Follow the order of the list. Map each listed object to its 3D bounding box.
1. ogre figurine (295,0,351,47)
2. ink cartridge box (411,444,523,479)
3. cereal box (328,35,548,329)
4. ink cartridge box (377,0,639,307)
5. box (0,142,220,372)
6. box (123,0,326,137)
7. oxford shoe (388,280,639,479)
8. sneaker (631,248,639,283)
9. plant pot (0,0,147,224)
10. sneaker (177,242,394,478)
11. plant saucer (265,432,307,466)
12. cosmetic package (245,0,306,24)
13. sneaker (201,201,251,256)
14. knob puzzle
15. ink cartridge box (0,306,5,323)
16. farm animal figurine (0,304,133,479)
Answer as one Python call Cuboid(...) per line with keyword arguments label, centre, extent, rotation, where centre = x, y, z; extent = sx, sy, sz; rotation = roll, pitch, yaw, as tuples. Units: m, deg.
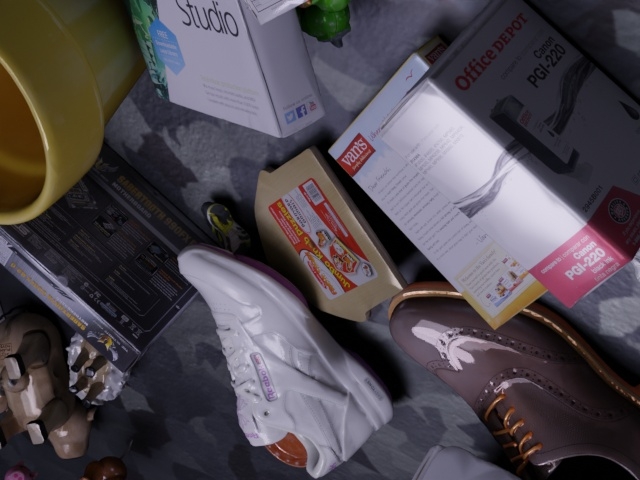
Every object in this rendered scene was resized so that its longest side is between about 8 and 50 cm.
Cuboid(label="ogre figurine", centre=(-0.011, -0.252, 1.131), extent=(0.118, 0.097, 0.197), rotation=(43, 127, 25))
Cuboid(label="ink cartridge box", centre=(0.214, 0.387, 1.360), extent=(0.279, 0.160, 0.384), rotation=(24, 160, 20))
Cuboid(label="cereal box", centre=(0.135, -0.049, 1.208), extent=(0.240, 0.047, 0.173), rotation=(48, 140, 2))
Cuboid(label="ink cartridge box", centre=(0.179, -0.079, 1.081), extent=(0.218, 0.158, 0.092), rotation=(41, 141, 0))
Cuboid(label="box", centre=(-0.242, 0.006, 1.457), extent=(0.231, 0.183, 0.056), rotation=(42, 138, -2))
Cuboid(label="box", centre=(-0.121, -0.259, 1.137), extent=(0.232, 0.058, 0.322), rotation=(22, 136, 53))
Cuboid(label="oxford shoe", centre=(0.213, 0.163, 1.286), extent=(0.364, 0.132, 0.130), rotation=(29, 138, 14))
Cuboid(label="sneaker", centre=(0.291, 0.007, 1.177), extent=(0.037, 0.032, 0.083), rotation=(-32, 101, 24))
Cuboid(label="plant pot", centre=(-0.288, -0.184, 1.282), extent=(0.254, 0.239, 0.254), rotation=(20, 135, 21))
Cuboid(label="sneaker", centre=(-0.057, 0.133, 1.430), extent=(0.305, 0.152, 0.114), rotation=(46, 166, -12))
Cuboid(label="plant saucer", centre=(-0.040, 0.250, 1.645), extent=(0.083, 0.013, 0.083), rotation=(20, 134, 22))
Cuboid(label="cosmetic package", centre=(0.007, -0.265, 0.987), extent=(0.060, 0.239, 0.099), rotation=(-16, 115, 42))
Cuboid(label="sneaker", centre=(-0.105, -0.014, 1.457), extent=(0.035, 0.031, 0.083), rotation=(38, 160, 52))
Cuboid(label="knob puzzle", centre=(0.000, 0.000, 1.381), extent=(0.213, 0.030, 0.213), rotation=(32, 141, 30))
Cuboid(label="ink cartridge box", centre=(-0.558, 0.106, 1.708), extent=(0.117, 0.283, 0.207), rotation=(13, 132, 24))
Cuboid(label="farm animal figurine", centre=(-0.398, 0.237, 1.791), extent=(0.330, 0.172, 0.326), rotation=(8, 112, 15))
